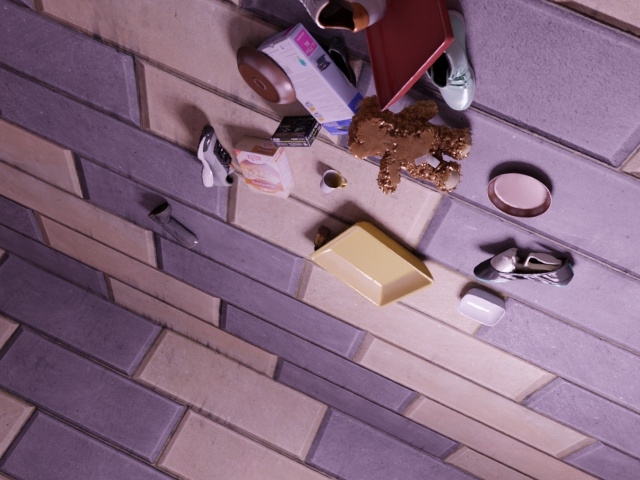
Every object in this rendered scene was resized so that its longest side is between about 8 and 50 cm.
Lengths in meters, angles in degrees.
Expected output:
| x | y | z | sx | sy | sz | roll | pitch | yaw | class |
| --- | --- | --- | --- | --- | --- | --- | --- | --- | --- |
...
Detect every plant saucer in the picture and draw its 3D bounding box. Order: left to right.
| x | y | z | sx | sy | sz | roll | pitch | yaw | class |
| --- | --- | --- | --- | --- | --- | --- | --- | --- | --- |
| -0.151 | -0.423 | 1.749 | 0.199 | 0.036 | 0.198 | 37 | 167 | 10 | plant saucer |
| 0.177 | 0.070 | 2.232 | 0.333 | 0.081 | 0.333 | 36 | 147 | -13 | plant saucer |
| 0.184 | -0.441 | 1.383 | 0.048 | 0.258 | 0.258 | 3 | 157 | -25 | plant saucer |
| 0.522 | -0.124 | 1.744 | 0.169 | 0.029 | 0.168 | 20 | 147 | 14 | plant saucer |

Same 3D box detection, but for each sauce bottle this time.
| x | y | z | sx | sy | sz | roll | pitch | yaw | class |
| --- | --- | --- | --- | --- | --- | --- | --- | --- | --- |
| 0.000 | 0.000 | 2.302 | 0.042 | 0.042 | 0.128 | 24 | 149 | 6 | sauce bottle |

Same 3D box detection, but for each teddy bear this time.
| x | y | z | sx | sy | sz | roll | pitch | yaw | class |
| --- | --- | --- | --- | --- | --- | --- | --- | --- | --- |
| 0.219 | -0.234 | 1.639 | 0.338 | 0.113 | 0.245 | -1 | 111 | -13 | teddy bear |

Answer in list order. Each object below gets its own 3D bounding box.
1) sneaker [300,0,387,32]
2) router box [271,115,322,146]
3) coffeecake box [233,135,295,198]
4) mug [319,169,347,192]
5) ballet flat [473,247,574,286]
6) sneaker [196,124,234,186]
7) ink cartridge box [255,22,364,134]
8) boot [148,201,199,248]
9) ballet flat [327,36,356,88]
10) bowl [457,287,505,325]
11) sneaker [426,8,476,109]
| x | y | z | sx | sy | sz | roll | pitch | yaw | class |
| --- | --- | --- | --- | --- | --- | --- | --- | --- | --- |
| -0.007 | -0.534 | 1.434 | 0.290 | 0.123 | 0.105 | 31 | 146 | 24 | sneaker |
| -0.065 | -0.306 | 1.864 | 0.123 | 0.092 | 0.038 | 5 | 141 | 33 | router box |
| -0.173 | -0.228 | 2.078 | 0.142 | 0.068 | 0.185 | 14 | 145 | 23 | coffeecake box |
| 0.033 | -0.169 | 2.019 | 0.078 | 0.062 | 0.064 | 38 | 155 | -3 | mug |
| 0.584 | 0.069 | 1.926 | 0.281 | 0.095 | 0.096 | 2 | 131 | 19 | ballet flat |
| -0.331 | -0.269 | 2.131 | 0.108 | 0.100 | 0.271 | 8 | 149 | 5 | sneaker |
| -0.008 | -0.396 | 1.682 | 0.311 | 0.065 | 0.186 | 47 | 161 | -24 | ink cartridge box |
| -0.566 | -0.053 | 2.620 | 0.208 | 0.076 | 0.190 | 48 | 158 | -18 | boot |
| 0.048 | -0.424 | 1.648 | 0.058 | 0.049 | 0.173 | 8 | 146 | 27 | ballet flat |
| 0.532 | 0.212 | 2.193 | 0.142 | 0.053 | 0.142 | 23 | 148 | 6 | bowl |
| 0.277 | -0.359 | 1.476 | 0.094 | 0.151 | 0.255 | 8 | 144 | 26 | sneaker |
